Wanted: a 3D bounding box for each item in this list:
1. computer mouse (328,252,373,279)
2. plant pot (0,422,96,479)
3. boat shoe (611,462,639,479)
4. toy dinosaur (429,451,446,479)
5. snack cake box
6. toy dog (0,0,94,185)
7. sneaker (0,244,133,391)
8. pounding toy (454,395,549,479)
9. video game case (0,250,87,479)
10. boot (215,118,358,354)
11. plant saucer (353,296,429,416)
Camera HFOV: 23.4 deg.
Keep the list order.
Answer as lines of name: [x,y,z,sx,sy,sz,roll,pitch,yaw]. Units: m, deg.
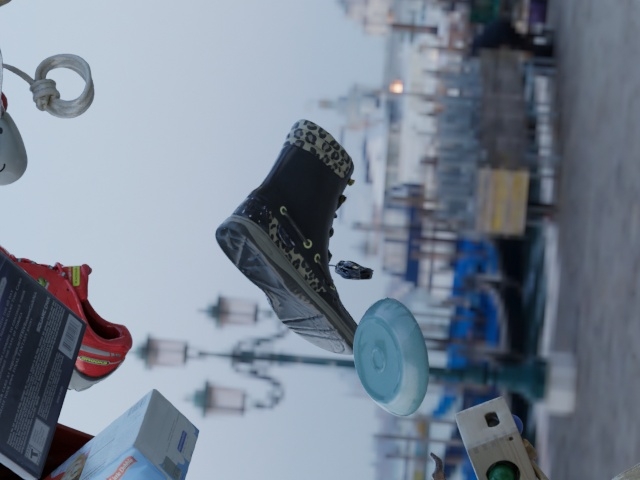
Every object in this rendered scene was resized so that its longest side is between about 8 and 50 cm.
computer mouse: [0.001,0.020,2.132,0.242,0.071,0.041,15,100,56]
plant pot: [-0.470,0.384,2.098,0.267,0.236,0.267,34,-128,-53]
boat shoe: [0.443,0.244,1.752,0.109,0.302,0.098,88,158,-45]
toy dinosaur: [0.143,0.398,1.893,0.200,0.296,0.127,-46,0,-6]
snack cake box: [-0.284,0.324,1.963,0.264,0.089,0.152,-39,15,19]
toy dog: [-0.476,-0.249,2.041,0.220,0.333,0.161,-44,-20,9]
sneaker: [-0.338,0.055,1.885,0.279,0.118,0.107,47,-168,-21]
pounding toy: [0.250,0.289,1.995,0.141,0.100,0.130,-102,-10,-72]
video game case: [-0.355,0.097,1.589,0.274,0.026,0.196,46,-137,-40]
boot: [0.001,-0.001,1.721,0.236,0.085,0.178,49,-123,-33]
plant saucer: [0.064,0.116,1.524,0.119,0.021,0.119,18,111,56]
